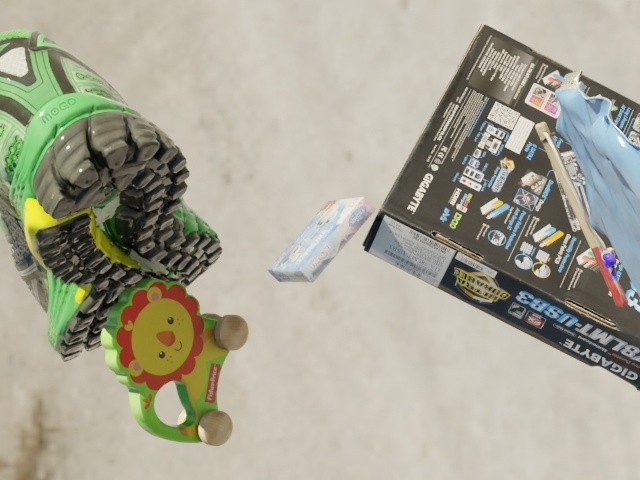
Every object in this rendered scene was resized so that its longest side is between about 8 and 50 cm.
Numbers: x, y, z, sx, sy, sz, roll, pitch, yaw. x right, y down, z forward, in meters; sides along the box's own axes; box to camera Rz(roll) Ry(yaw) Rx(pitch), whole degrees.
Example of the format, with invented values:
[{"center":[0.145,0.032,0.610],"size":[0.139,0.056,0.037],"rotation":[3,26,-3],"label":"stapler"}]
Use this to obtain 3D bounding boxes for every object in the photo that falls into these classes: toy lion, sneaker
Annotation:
[{"center":[-0.096,0.076,1.183],"size":[0.034,0.096,0.100],"rotation":[2,82,53],"label":"toy lion"},{"center":[-0.155,-0.032,1.230],"size":[0.146,0.134,0.343],"rotation":[52,164,18],"label":"sneaker"}]

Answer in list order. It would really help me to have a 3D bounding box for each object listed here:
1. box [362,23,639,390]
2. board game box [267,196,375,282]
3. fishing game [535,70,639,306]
[{"center":[0.227,-0.038,1.783],"size":[0.295,0.293,0.073],"rotation":[-61,-2,-41],"label":"box"},{"center":[0.000,0.000,1.703],"size":[0.090,0.020,0.090],"rotation":[-49,16,-15],"label":"board game box"},{"center":[0.195,-0.016,1.115],"size":[0.189,0.041,0.264],"rotation":[63,175,-6],"label":"fishing game"}]
